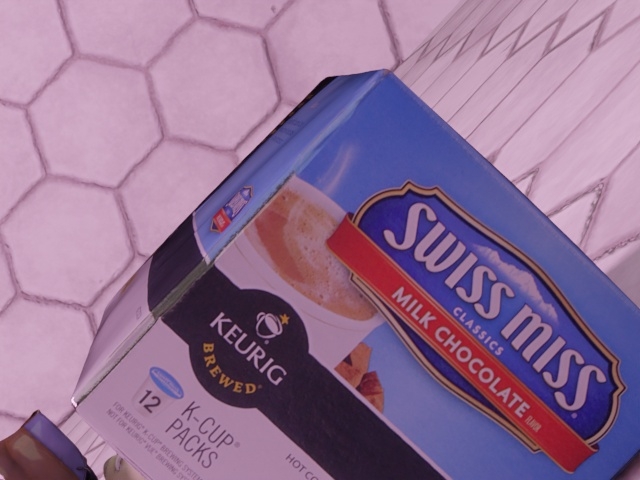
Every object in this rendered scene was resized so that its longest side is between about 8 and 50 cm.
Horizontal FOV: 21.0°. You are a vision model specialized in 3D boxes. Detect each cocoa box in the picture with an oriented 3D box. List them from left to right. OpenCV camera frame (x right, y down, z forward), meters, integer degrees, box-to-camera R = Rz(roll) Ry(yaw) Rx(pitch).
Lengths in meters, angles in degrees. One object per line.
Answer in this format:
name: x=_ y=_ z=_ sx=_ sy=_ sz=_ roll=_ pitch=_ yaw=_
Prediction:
cocoa box: x=0.023 y=0.057 z=0.988 sx=0.228 sy=0.231 sz=0.347 roll=-46 pitch=7 yaw=0

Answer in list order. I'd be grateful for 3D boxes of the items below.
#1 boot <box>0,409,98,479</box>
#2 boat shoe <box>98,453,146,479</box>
boot: x=-0.237 y=0.250 z=1.635 sx=0.106 sy=0.219 sz=0.082 roll=-49 pitch=-24 yaw=-18
boat shoe: x=-0.174 y=0.247 z=1.701 sx=0.302 sy=0.094 sz=0.109 roll=-44 pitch=7 yaw=24
